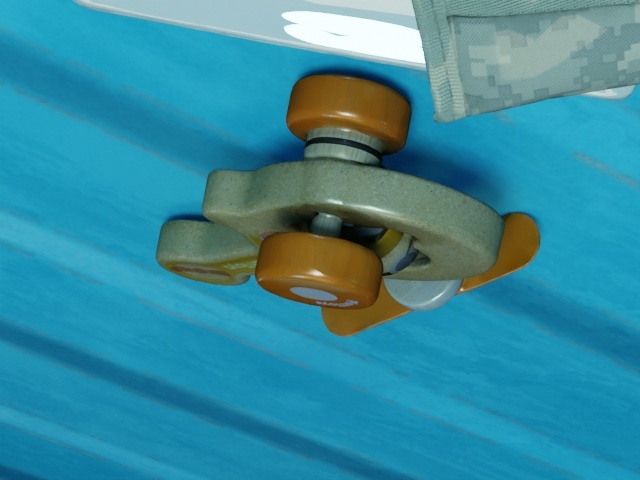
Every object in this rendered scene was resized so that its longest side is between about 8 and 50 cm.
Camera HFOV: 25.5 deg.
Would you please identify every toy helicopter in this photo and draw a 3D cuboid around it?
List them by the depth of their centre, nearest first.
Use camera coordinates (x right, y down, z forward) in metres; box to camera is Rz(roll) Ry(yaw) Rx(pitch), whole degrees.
[{"bbox_3d":[0.000,0.000,1.068,0.235,0.140,0.355,19,164,-33],"label":"toy helicopter"}]

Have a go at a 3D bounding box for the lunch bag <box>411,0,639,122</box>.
[{"bbox_3d":[0.125,-0.206,0.465,0.235,0.169,0.287,-8,127,10],"label":"lunch bag"}]

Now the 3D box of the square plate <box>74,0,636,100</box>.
[{"bbox_3d":[0.026,-0.205,0.707,0.344,0.049,0.347,11,153,3],"label":"square plate"}]
